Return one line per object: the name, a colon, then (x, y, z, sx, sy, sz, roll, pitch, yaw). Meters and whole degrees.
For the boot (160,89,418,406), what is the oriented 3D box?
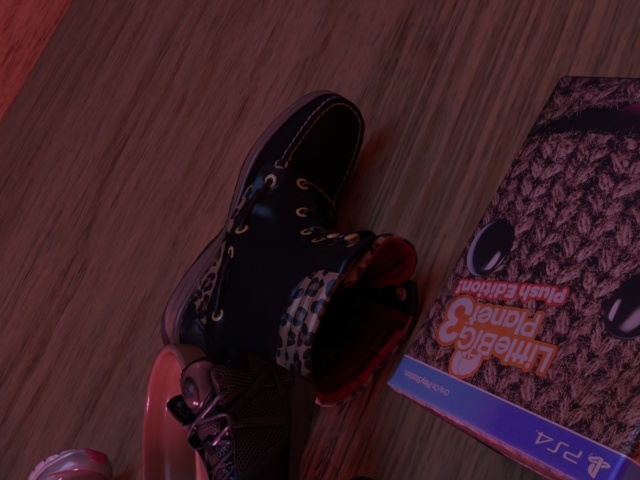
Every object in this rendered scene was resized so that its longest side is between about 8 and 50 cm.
boot: (0.000, 0.000, 1.055, 0.284, 0.138, 0.377, 13, 65, 53)

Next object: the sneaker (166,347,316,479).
sneaker: (-0.080, 0.185, 0.801, 0.087, 0.130, 0.227, -37, 29, 38)

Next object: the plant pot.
plant pot: (-0.107, 0.225, 0.972, 0.237, 0.110, 0.237, -177, 90, -67)

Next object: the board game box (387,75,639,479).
board game box: (0.227, 0.041, 0.690, 0.232, 0.141, 0.291, 17, 75, 58)

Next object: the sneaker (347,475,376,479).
sneaker: (0.005, 0.351, 0.725, 0.178, 0.124, 0.295, -42, 38, 30)

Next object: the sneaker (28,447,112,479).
sneaker: (-0.346, 0.380, 1.223, 0.252, 0.103, 0.111, -55, 34, 14)
